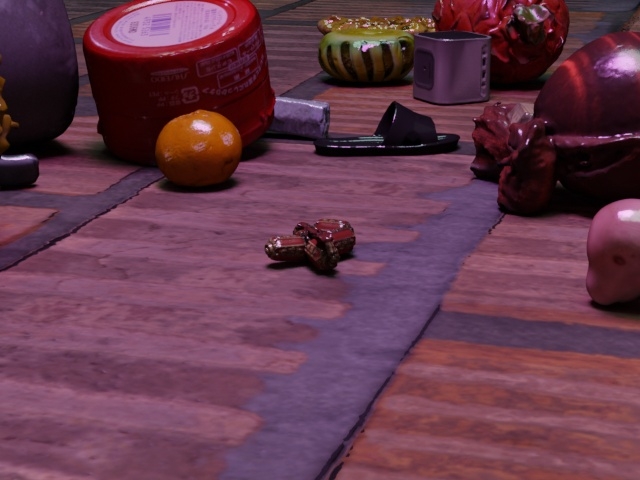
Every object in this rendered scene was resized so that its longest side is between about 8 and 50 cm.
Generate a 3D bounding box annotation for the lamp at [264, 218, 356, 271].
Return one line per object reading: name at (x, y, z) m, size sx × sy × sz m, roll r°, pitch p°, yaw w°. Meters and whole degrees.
lamp at (0.000, 0.000, 1.009) m, size 0.063 × 0.031 × 0.083 m, roll 8°, pitch 14°, yaw 24°

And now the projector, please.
projector at (0.167, -0.221, 1.656) m, size 0.083 × 0.082 × 0.083 m, roll -8°, pitch 18°, yaw -26°

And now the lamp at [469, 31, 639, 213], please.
lamp at (0.250, -0.112, 1.171) m, size 0.223 × 0.151 × 0.215 m, roll -2°, pitch 12°, yaw 3°

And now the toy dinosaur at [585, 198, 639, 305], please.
toy dinosaur at (0.287, -0.029, 0.894) m, size 0.177 × 0.194 × 0.152 m, roll 21°, pitch 25°, yaw -3°

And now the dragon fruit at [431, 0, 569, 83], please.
dragon fruit at (0.246, -0.295, 1.752) m, size 0.172 × 0.172 × 0.209 m, roll -9°, pitch 33°, yaw -26°

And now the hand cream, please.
hand cream at (-0.147, -0.173, 1.358) m, size 0.193 × 0.125 × 0.193 m, roll -5°, pitch 30°, yaw 3°

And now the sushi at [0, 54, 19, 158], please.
sushi at (-0.436, -0.091, 0.960) m, size 0.351 × 0.240 × 0.396 m, roll 6°, pitch 21°, yaw 16°

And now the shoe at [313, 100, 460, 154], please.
shoe at (0.071, -0.119, 1.373) m, size 0.159 × 0.053 × 0.062 m, roll -5°, pitch 14°, yaw -7°

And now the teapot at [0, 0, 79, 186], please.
teapot at (-0.401, -0.148, 1.327) m, size 0.285 × 0.305 × 0.223 m, roll -17°, pitch -14°, yaw -26°

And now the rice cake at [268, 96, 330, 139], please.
rice cake at (-0.107, -0.144, 1.468) m, size 0.245 × 0.045 × 0.042 m, roll 5°, pitch 18°, yaw 19°

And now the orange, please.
orange at (-0.115, -0.087, 1.233) m, size 0.083 × 0.070 × 0.083 m, roll -4°, pitch 14°, yaw 1°

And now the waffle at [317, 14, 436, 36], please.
waffle at (0.129, -0.340, 2.104) m, size 0.238 × 0.058 × 0.243 m, roll -8°, pitch 17°, yaw -26°

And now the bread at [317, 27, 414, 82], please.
bread at (0.066, -0.253, 1.785) m, size 0.139 × 0.071 × 0.130 m, roll -2°, pitch 14°, yaw 2°
